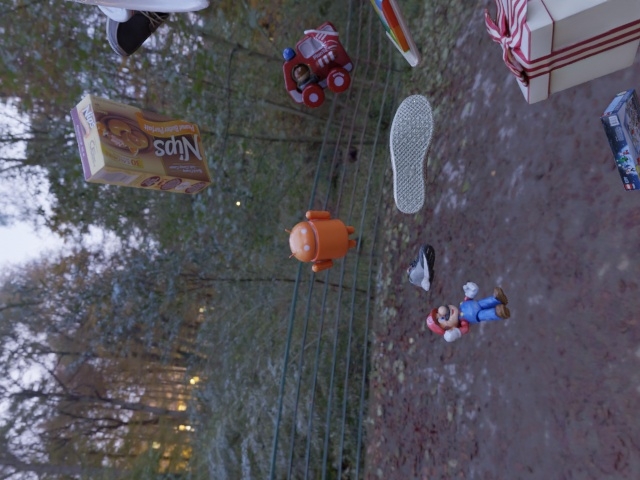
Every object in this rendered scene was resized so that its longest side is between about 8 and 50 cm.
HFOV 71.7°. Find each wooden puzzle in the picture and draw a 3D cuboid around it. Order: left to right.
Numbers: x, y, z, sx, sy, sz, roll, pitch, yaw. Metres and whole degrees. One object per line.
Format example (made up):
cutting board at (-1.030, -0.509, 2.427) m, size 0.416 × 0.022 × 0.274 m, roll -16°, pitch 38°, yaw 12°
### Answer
wooden puzzle at (0.166, -0.576, 1.107) m, size 0.239 × 0.044 × 0.221 m, roll 50°, pitch -164°, yaw -49°

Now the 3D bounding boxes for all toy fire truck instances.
toy fire truck at (-0.022, -0.720, 1.838) m, size 0.302 × 0.254 × 0.169 m, roll -25°, pitch 35°, yaw 21°

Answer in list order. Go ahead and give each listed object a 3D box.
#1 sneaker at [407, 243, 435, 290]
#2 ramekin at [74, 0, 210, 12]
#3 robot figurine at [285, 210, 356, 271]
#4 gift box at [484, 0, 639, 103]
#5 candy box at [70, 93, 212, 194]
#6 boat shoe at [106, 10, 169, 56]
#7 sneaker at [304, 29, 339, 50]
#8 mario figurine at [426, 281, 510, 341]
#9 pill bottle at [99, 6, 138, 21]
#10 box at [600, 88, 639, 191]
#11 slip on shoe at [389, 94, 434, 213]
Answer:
sneaker at (0.400, 0.109, 1.774) m, size 0.271 × 0.108 × 0.100 m, roll 77°, pitch -147°, yaw -52°
ramekin at (-0.254, -0.336, 0.454) m, size 0.277 × 0.277 × 0.135 m, roll -110°, pitch 24°, yaw -70°
robot figurine at (0.000, 0.002, 1.358) m, size 0.128 × 0.219 × 0.158 m, roll -126°, pitch 39°, yaw -48°
gift box at (0.506, -0.497, 0.954) m, size 0.276 × 0.258 × 0.255 m, roll 48°, pitch -150°, yaw -52°
candy box at (-0.433, -0.227, 1.112) m, size 0.087 × 0.316 × 0.183 m, roll -23°, pitch 77°, yaw 30°
boat shoe at (-0.566, -0.759, 1.432) m, size 0.132 × 0.130 × 0.355 m, roll 37°, pitch -110°, yaw -54°
sneaker at (0.002, -0.683, 1.516) m, size 0.042 × 0.118 × 0.067 m, roll -76°, pitch -8°, yaw -68°
mario figurine at (0.560, 0.279, 1.741) m, size 0.198 × 0.320 × 0.170 m, roll -23°, pitch -92°, yaw -59°
pill bottle at (-0.468, -0.640, 1.098) m, size 0.180 × 0.108 × 0.108 m, roll -62°, pitch 2°, yaw -27°
box at (0.854, -0.276, 1.222) m, size 0.159 × 0.233 × 0.044 m, roll -42°, pitch 20°, yaw -31°
slip on shoe at (0.261, -0.244, 1.271) m, size 0.101 × 0.123 × 0.331 m, roll -37°, pitch -52°, yaw -75°
